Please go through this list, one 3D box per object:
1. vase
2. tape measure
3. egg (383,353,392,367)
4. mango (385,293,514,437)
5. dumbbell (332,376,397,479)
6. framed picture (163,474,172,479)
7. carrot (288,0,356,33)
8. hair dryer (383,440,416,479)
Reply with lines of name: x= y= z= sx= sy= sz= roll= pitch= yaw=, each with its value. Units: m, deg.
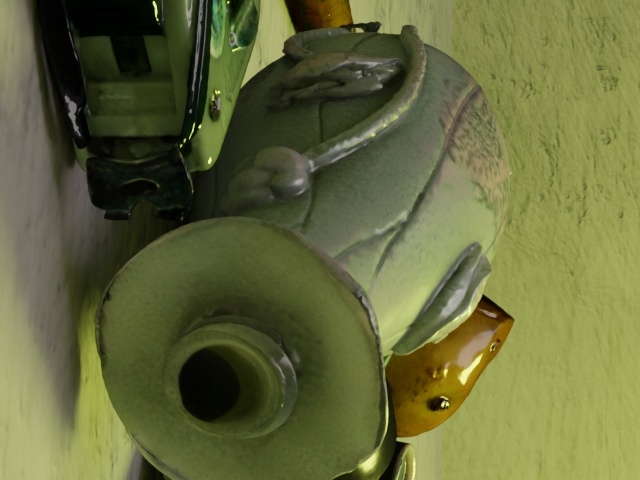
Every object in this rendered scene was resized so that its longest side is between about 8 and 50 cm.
vase: x=0.000 y=0.000 z=1.190 sx=0.445 sy=0.250 sz=0.250 roll=-57 pitch=145 yaw=-63
tape measure: x=-0.094 y=-0.162 z=1.021 sx=0.235 sy=0.115 sz=0.207 roll=-77 pitch=166 yaw=-50
egg: x=-0.001 y=0.061 z=1.470 sx=0.172 sy=0.132 sz=0.132 roll=-97 pitch=178 yaw=-50
mango: x=0.054 y=0.093 z=1.606 sx=0.166 sy=0.136 sz=0.236 roll=-63 pitch=-145 yaw=8
dumbbell: x=-0.007 y=0.198 z=1.376 sx=0.152 sy=0.153 sz=0.218 roll=-80 pitch=165 yaw=-44
framed picture: x=-0.059 y=0.282 z=1.232 sx=0.281 sy=0.019 sz=0.209 roll=76 pitch=-8 yaw=-51
carrot: x=0.007 y=-0.222 z=1.694 sx=0.314 sy=0.066 sz=0.066 roll=68 pitch=24 yaw=-64
hair dryer: x=-0.010 y=0.288 z=1.536 sx=0.070 sy=0.128 sz=0.255 roll=61 pitch=45 yaw=-62
